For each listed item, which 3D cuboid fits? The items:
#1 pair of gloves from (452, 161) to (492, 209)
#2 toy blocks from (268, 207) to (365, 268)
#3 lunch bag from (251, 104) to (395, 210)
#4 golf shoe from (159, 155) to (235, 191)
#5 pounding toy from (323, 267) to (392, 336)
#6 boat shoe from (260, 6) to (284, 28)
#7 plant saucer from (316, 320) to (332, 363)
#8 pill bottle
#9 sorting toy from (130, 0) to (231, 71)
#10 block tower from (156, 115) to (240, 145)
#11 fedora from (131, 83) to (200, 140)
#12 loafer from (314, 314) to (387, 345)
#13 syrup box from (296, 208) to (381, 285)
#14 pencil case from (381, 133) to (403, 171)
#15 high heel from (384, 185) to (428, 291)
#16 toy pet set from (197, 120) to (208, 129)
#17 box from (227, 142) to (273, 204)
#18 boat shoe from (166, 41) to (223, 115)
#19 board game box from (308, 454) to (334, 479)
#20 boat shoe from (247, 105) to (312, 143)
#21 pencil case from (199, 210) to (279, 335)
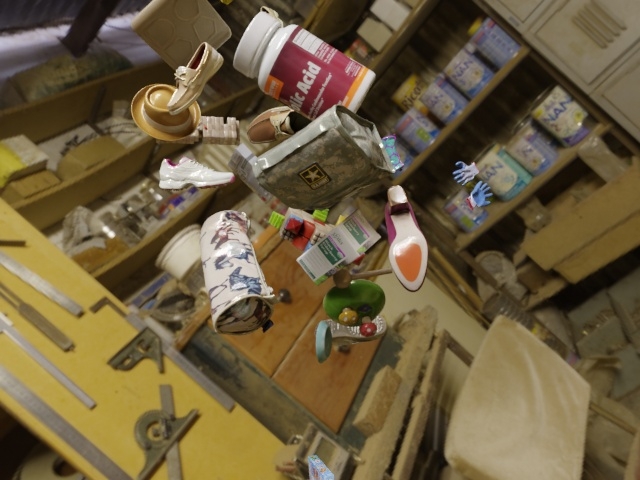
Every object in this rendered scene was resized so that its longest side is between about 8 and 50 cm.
[{"bbox_3d":[0.571,-0.211,1.946,0.159,0.198,0.023,-30,3,-39],"label":"pair of gloves"},{"bbox_3d":[0.000,0.000,1.892,0.191,0.381,0.261,-63,11,13],"label":"toy blocks"},{"bbox_3d":[0.007,-0.182,1.200,0.235,0.169,0.287,-28,-13,24],"label":"lunch bag"},{"bbox_3d":[-0.503,-0.275,2.111,0.115,0.306,0.140,-134,41,-79],"label":"golf shoe"},{"bbox_3d":[0.107,0.191,1.458,0.110,0.182,0.237,-99,13,-46],"label":"pounding toy"},{"bbox_3d":[-0.183,-0.778,1.849,0.068,0.072,0.190,-45,39,21],"label":"boat shoe"},{"bbox_3d":[0.013,0.287,1.467,0.119,0.021,0.120,0,-90,-75],"label":"plant saucer"},{"bbox_3d":[-0.050,-0.510,1.588,0.224,0.392,0.224,-60,5,8],"label":"pill bottle"},{"bbox_3d":[-0.366,-0.651,1.513,0.307,0.041,0.229,-39,-35,7],"label":"sorting toy"},{"bbox_3d":[-0.500,-0.451,2.126,0.335,0.097,0.091,-2,-10,-15],"label":"block tower"},{"bbox_3d":[-0.433,-0.376,1.461,0.194,0.194,0.079,-49,-1,-23],"label":"fedora"},{"bbox_3d":[0.113,0.315,1.829,0.268,0.092,0.102,-9,56,26],"label":"loafer"},{"bbox_3d":[0.042,0.022,1.345,0.096,0.093,0.237,-39,-1,-35],"label":"syrup box"},{"bbox_3d":[0.299,-0.360,2.166,0.070,0.152,0.064,-17,-2,28],"label":"pencil case"},{"bbox_3d":[0.284,0.015,1.705,0.181,0.127,0.378,67,-161,-60],"label":"high heel"},{"bbox_3d":[-0.462,-0.432,1.795,0.065,0.114,0.122,-34,-21,-1],"label":"toy pet set"},{"bbox_3d":[-0.215,-0.215,1.698,0.038,0.186,0.145,-45,4,-24],"label":"box"},{"bbox_3d":[-0.267,-0.331,1.057,0.063,0.059,0.170,11,64,41],"label":"boat shoe"},{"bbox_3d":[0.006,0.845,1.767,0.039,0.160,0.211,-4,-4,-15],"label":"board game box"},{"bbox_3d":[-0.126,-0.442,1.944,0.323,0.123,0.120,-18,23,12],"label":"boat shoe"},{"bbox_3d":[-0.243,0.080,1.490,0.183,0.160,0.410,-20,44,-4],"label":"pencil case"}]
